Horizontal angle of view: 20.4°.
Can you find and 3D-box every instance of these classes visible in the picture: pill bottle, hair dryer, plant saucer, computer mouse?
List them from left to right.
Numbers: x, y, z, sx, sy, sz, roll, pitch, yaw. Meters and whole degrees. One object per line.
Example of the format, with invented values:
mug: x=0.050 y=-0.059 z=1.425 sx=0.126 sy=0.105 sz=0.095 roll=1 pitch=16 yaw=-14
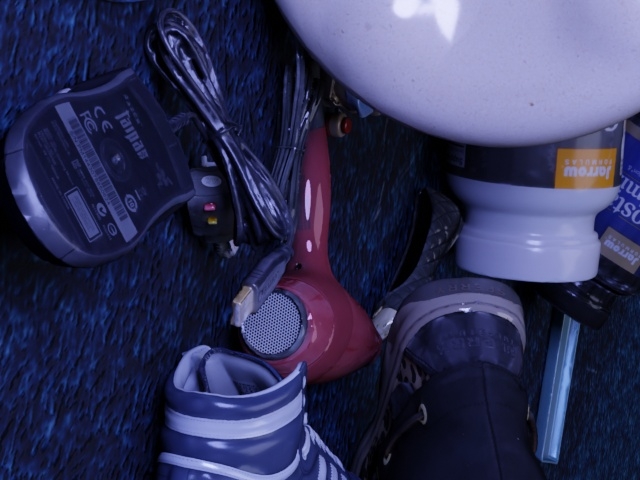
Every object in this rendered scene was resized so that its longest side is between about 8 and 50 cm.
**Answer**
computer mouse: x=-0.105 y=-0.016 z=1.041 sx=0.184 sy=0.060 sz=0.262 roll=61 pitch=27 yaw=-13
hair dryer: x=0.000 y=0.000 z=1.295 sx=0.293 sy=0.080 sz=0.223 roll=75 pitch=32 yaw=-41
pill bottle: x=0.195 y=-0.110 z=1.594 sx=0.162 sy=0.162 sz=0.278 roll=-16 pitch=111 yaw=-64
plant saucer: x=0.266 y=0.154 z=2.001 sx=0.067 sy=0.018 sz=0.192 roll=21 pitch=78 yaw=-65
pill bottle: x=0.313 y=-0.021 z=1.853 sx=0.219 sy=0.123 sz=0.123 roll=-57 pitch=158 yaw=9

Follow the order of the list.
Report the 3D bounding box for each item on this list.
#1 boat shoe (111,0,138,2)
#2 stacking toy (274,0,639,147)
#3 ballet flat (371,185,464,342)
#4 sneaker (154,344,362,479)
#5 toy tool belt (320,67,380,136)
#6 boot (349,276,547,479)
boat shoe: x=-0.106 y=-0.171 z=1.027 sx=0.183 sy=0.066 sz=0.066 roll=-8 pitch=105 yaw=-65
stacking toy: x=0.177 y=-0.279 z=1.335 sx=0.480 sy=0.350 sz=0.351 roll=-38 pitch=131 yaw=-67
ballet flat: x=0.073 y=0.024 z=1.520 sx=0.049 sy=0.057 sz=0.173 roll=41 pitch=47 yaw=-13
sneaker: x=-0.029 y=0.148 z=1.252 sx=0.282 sy=0.099 sz=0.153 roll=-2 pitch=97 yaw=-65
toy tool belt: x=0.027 y=-0.116 z=1.355 sx=0.052 sy=0.051 sz=0.083 roll=-42 pitch=134 yaw=-55
boot: x=0.110 y=0.250 z=1.359 sx=0.284 sy=0.138 sz=0.377 roll=-98 pitch=-167 yaw=-48
